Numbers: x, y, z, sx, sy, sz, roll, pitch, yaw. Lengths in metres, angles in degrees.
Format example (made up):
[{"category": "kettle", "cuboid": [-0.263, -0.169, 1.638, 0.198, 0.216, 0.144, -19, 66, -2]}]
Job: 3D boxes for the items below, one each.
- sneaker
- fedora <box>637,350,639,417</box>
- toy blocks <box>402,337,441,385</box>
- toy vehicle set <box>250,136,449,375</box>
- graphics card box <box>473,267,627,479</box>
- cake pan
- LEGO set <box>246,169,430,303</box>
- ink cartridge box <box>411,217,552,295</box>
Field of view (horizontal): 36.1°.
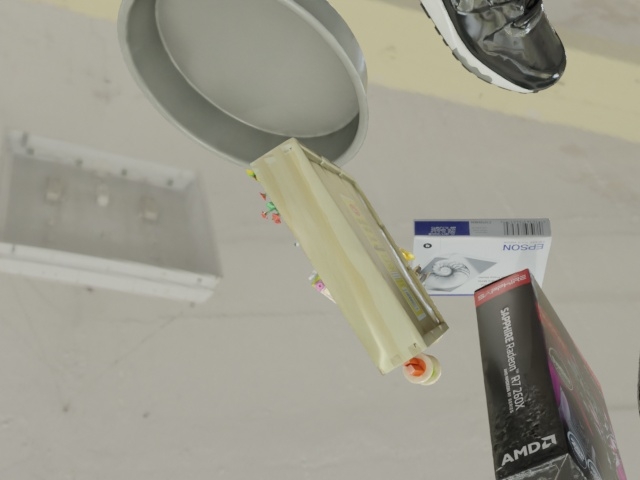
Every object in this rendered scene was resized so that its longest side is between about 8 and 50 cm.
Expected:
[{"category": "sneaker", "cuboid": [0.154, -0.254, 0.894, 0.283, 0.124, 0.107, 44, -125, -20]}, {"category": "fedora", "cuboid": [0.515, 0.127, 1.198, 0.153, 0.334, 0.334, 18, -147, 0]}, {"category": "toy blocks", "cuboid": [0.154, 0.171, 1.611, 0.054, 0.123, 0.148, -1, 166, 24]}, {"category": "toy vehicle set", "cuboid": [0.035, 0.015, 0.768, 0.166, 0.035, 0.267, 58, -172, 8]}, {"category": "graphics card box", "cuboid": [0.289, 0.226, 1.208, 0.232, 0.094, 0.371, 55, -159, -23]}, {"category": "cake pan", "cuboid": [-0.077, -0.186, 1.054, 0.293, 0.293, 0.054, 23, -123, 6]}, {"category": "LEGO set", "cuboid": [0.000, 0.000, 1.235, 0.287, 0.107, 0.132, 37, 177, 1]}, {"category": "ink cartridge box", "cuboid": [0.262, 0.047, 1.640, 0.223, 0.224, 0.045, -1, -127, 5]}]
